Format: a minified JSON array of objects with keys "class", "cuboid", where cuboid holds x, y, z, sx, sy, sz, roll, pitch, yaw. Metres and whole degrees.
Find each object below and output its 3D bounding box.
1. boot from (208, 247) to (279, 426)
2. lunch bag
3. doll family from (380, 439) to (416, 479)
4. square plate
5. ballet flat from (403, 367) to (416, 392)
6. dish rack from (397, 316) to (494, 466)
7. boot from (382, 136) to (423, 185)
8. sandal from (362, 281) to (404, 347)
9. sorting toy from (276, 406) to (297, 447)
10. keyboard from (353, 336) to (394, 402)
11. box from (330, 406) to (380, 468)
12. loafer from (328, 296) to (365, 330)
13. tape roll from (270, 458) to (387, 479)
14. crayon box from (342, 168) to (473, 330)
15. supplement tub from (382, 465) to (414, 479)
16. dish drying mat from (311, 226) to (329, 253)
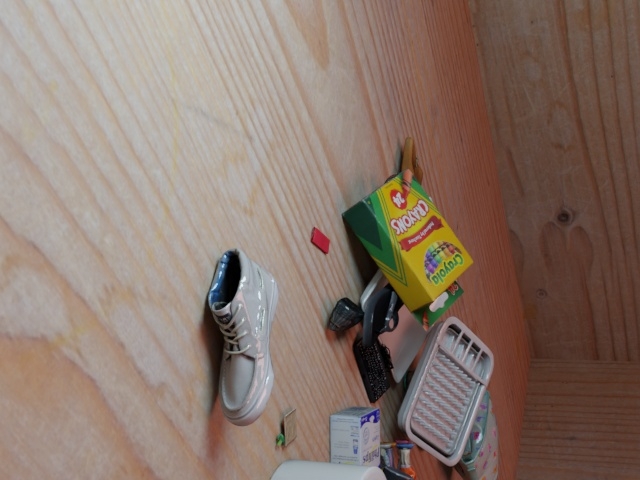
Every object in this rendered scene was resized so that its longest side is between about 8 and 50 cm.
[{"class":"boot","cuboid":[-0.132,0.141,1.226,0.123,0.095,0.258,48,37,-49]},{"class":"lunch bag","cuboid":[0.483,0.646,2.567,0.223,0.160,0.262,67,25,-43]},{"class":"doll family","cuboid":[0.164,0.560,1.899,0.263,0.118,0.163,67,19,-78]},{"class":"square plate","cuboid":[0.216,0.124,1.994,0.347,0.049,0.344,-55,142,-26]},{"class":"ballet flat","cuboid":[0.309,0.478,2.222,0.108,0.106,0.316,-69,149,-44]},{"class":"dish rack","cuboid":[0.316,0.387,2.087,0.285,0.072,0.333,42,64,-40]},{"class":"boot","cuboid":[0.227,-0.158,2.082,0.264,0.096,0.280,61,34,-47]},{"class":"sandal","cuboid":[0.153,0.148,1.773,0.254,0.054,0.097,-45,140,-53]},{"class":"sorting toy","cuboid":[-0.061,0.341,1.460,0.083,0.012,0.062,-14,106,-70]},{"class":"keyboard","cuboid":[0.135,0.288,1.869,0.100,0.038,0.192,-45,134,-33]},{"class":"box","cuboid":[0.075,0.429,1.706,0.126,0.072,0.137,5,85,-67]},{"class":"loafer","cuboid":[0.052,0.160,1.707,0.061,0.062,0.170,-51,163,5]},{"class":"tape roll","cuboid":[0.014,0.517,1.428,0.246,0.169,0.246,-2,90,-68]},{"class":"crayon box","cuboid":[0.214,0.017,1.805,0.319,0.081,0.202,55,44,-1]},{"class":"supplement tub","cuboid":[0.134,0.589,1.726,0.198,0.106,0.106,-67,153,-6]},{"class":"dish drying mat","cuboid":[0.000,0.000,1.636,0.083,0.008,0.032,42,51,-61]}]
